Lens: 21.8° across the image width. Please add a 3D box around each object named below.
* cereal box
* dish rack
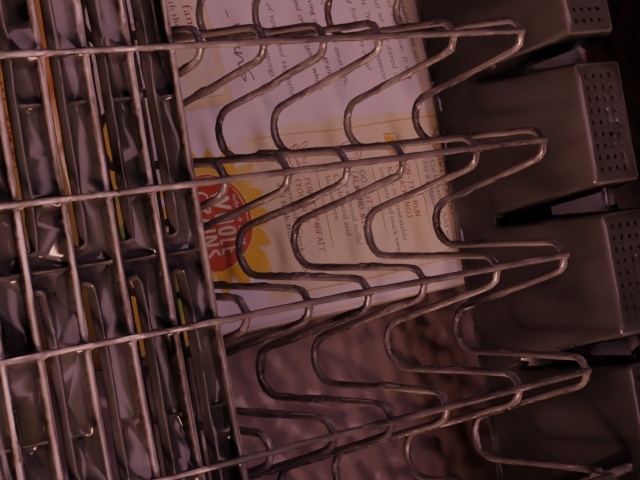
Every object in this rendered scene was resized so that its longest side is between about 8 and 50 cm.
[{"bbox_3d":[-0.010,-0.057,0.583,0.240,0.047,0.173,-9,83,-44],"label":"cereal box"},{"bbox_3d":[0.000,0.000,0.496,0.272,0.074,0.208,-8,86,-42],"label":"dish rack"}]
